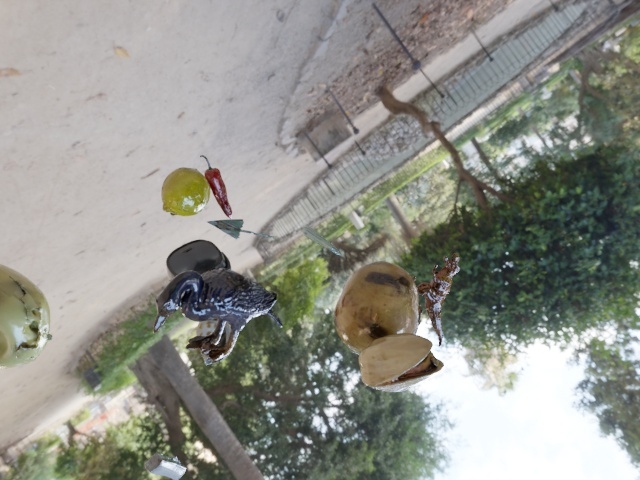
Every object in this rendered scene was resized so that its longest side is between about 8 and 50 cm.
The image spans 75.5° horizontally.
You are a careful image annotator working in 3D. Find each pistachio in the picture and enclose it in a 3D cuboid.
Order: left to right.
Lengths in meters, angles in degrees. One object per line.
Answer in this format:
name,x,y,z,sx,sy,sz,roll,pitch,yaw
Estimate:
pistachio,0.215,0.333,1.125,0.229,0.157,0.157,-23,-176,29

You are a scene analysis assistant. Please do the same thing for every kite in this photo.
kite,-0.288,-0.038,1.491,0.229,0.250,0.012,129,-25,-69

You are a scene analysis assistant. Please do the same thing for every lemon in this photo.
lemon,-0.501,-0.177,1.534,0.206,0.173,0.173,-54,-176,-19

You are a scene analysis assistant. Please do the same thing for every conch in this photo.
conch,-0.458,0.406,1.837,0.182,0.275,0.149,0,167,10

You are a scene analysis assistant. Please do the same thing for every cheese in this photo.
cheese,-0.725,0.168,0.917,0.315,0.260,0.128,4,-160,23

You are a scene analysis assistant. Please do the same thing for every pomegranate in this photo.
pomegranate,0.188,0.226,1.349,0.322,0.322,0.322,-34,178,-2

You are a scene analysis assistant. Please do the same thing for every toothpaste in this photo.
toothpaste,0.000,0.000,1.800,0.048,0.075,0.297,-54,-144,-1

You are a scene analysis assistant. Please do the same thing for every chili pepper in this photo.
chili pepper,-0.369,-0.184,1.485,0.059,0.268,0.050,-17,-149,-3

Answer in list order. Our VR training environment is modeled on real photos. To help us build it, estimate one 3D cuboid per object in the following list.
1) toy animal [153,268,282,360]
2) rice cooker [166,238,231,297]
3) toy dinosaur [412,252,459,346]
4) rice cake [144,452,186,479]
toy animal,-0.201,0.145,0.862,0.298,0.185,0.122,0,-168,-42
rice cooker,-0.493,0.149,1.702,0.267,0.267,0.224,-33,140,-30
toy dinosaur,0.467,0.234,1.777,0.097,0.208,0.432,-51,152,-64
rice cake,-0.393,0.584,1.062,0.047,0.036,0.207,-39,153,-20
